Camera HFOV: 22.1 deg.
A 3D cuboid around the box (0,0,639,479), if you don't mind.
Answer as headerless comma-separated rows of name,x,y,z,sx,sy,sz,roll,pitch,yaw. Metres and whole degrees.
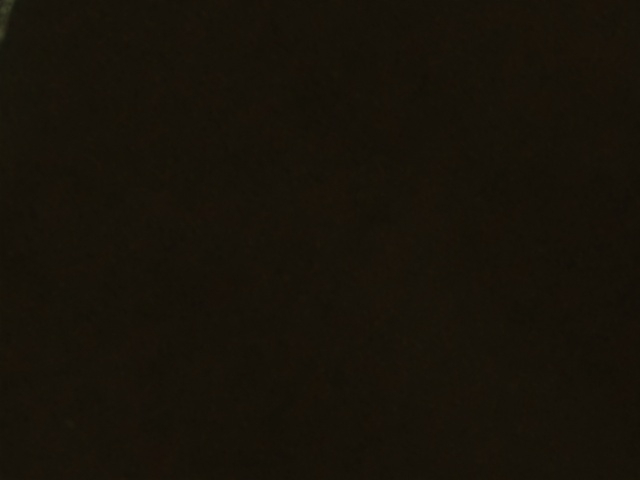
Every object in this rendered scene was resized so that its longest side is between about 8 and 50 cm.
box,0.000,0.000,0.614,0.472,0.297,0.480,-163,93,-79
